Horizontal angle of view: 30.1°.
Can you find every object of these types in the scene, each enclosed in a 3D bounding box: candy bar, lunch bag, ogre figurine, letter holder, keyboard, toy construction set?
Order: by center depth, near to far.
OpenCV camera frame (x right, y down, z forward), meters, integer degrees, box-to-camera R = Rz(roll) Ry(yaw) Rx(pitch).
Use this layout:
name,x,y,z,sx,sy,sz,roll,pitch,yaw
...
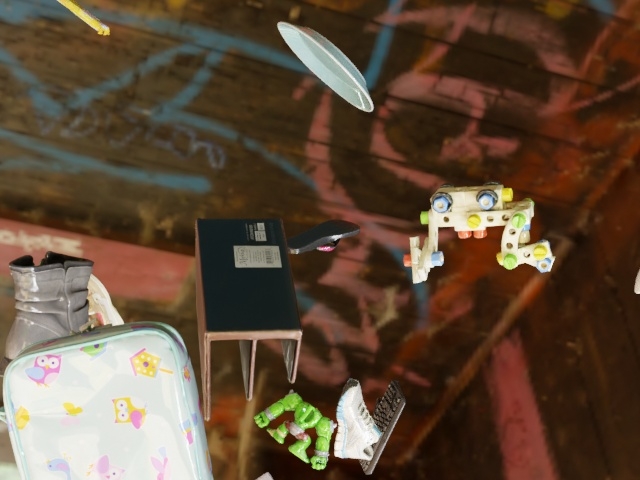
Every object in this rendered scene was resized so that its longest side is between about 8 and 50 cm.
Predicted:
name,x,y,z,sx,sy,sz,roll,pitch,yaw
lunch bag,-0.250,0.232,1.390,0.108,0.224,0.279,-109,-173,-84
letter holder,-0.129,0.135,1.994,0.301,0.152,0.214,-102,-165,-53
candy bar,-0.451,-0.427,2.180,0.018,0.161,0.040,-54,172,13
keyboard,0.114,0.360,2.343,0.108,0.023,0.180,-112,-136,-65
toy construction set,0.340,-0.015,2.607,0.151,0.328,0.215,-77,158,-68
ogre figurine,-0.046,0.441,2.812,0.197,0.097,0.118,36,-91,32

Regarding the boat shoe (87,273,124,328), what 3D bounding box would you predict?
name,x,y,z,sx,sy,sz,roll,pitch,yaw
boat shoe,-0.449,0.130,2.348,0.063,0.170,0.059,-14,-154,39

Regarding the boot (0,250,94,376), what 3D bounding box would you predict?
name,x,y,z,sx,sy,sz,roll,pitch,yaw
boot,-0.428,0.136,2.132,0.338,0.118,0.222,8,90,-66

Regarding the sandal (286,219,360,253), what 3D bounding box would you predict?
name,x,y,z,sx,sy,sz,roll,pitch,yaw
sandal,0.000,0.000,2.400,0.067,0.179,0.040,33,-46,46

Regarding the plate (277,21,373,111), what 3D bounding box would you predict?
name,x,y,z,sx,sy,sz,roll,pitch,yaw
plate,0.013,-0.260,1.739,0.024,0.188,0.188,-47,-160,-4

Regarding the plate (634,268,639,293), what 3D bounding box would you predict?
name,x,y,z,sx,sy,sz,roll,pitch,yaw
plate,0.574,-0.031,1.655,0.278,0.045,0.277,-23,-174,27

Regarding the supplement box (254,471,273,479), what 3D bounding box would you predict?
name,x,y,z,sx,sy,sz,roll,pitch,yaw
supplement box,-0.099,0.433,1.762,0.073,0.130,0.239,55,-11,24

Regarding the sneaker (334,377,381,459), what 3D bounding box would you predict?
name,x,y,z,sx,sy,sz,roll,pitch,yaw
sneaker,0.075,0.334,2.209,0.071,0.083,0.190,-57,154,-46
